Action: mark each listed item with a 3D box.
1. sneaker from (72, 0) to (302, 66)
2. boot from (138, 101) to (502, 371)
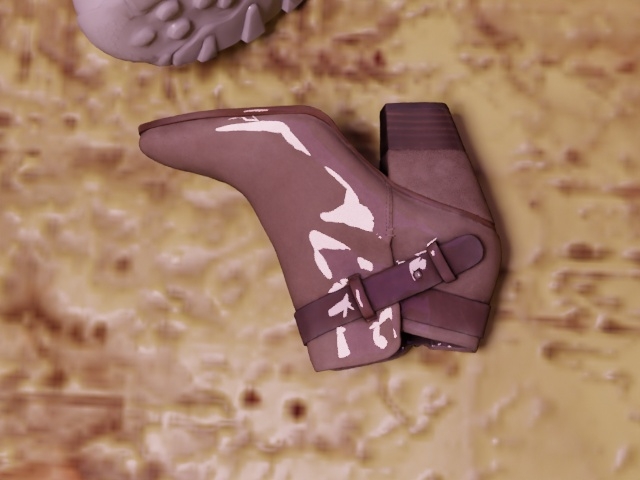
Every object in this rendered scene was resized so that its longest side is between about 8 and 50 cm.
[{"bbox_3d":[-0.014,-0.163,0.624,0.095,0.090,0.235,34,80,18],"label":"sneaker"},{"bbox_3d":[0.000,0.000,0.614,0.118,0.042,0.087,-3,84,6],"label":"boot"}]
